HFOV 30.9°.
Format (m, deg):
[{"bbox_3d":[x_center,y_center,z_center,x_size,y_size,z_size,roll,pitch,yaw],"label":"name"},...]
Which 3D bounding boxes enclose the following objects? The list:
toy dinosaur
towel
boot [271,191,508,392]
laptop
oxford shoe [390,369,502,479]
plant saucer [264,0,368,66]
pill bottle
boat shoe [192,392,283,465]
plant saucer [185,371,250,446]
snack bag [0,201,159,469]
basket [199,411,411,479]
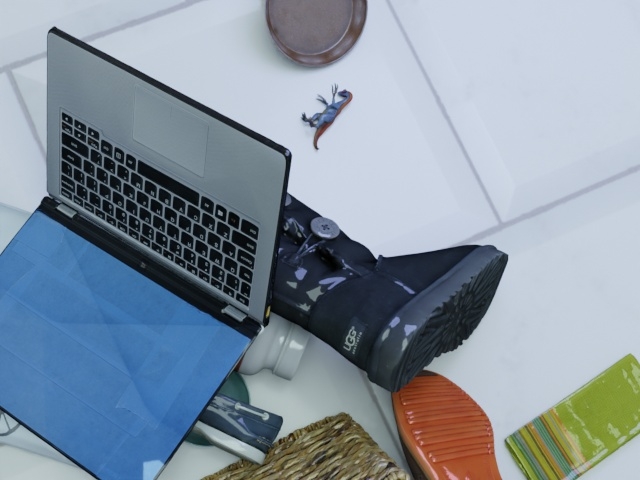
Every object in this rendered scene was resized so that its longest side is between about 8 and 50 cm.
[{"bbox_3d":[0.014,-0.190,1.714,0.082,0.047,0.090,-19,111,-21],"label":"toy dinosaur"},{"bbox_3d":[0.379,0.261,1.635,0.237,0.021,0.102,-31,81,-15],"label":"towel"},{"bbox_3d":[-0.001,0.000,1.583,0.445,0.367,0.146,28,114,22],"label":"boot"},{"bbox_3d":[-0.273,0.024,1.403,0.382,0.408,0.236,29,40,23],"label":"laptop"},{"bbox_3d":[0.166,0.317,1.500,0.130,0.133,0.364,-1,38,-18],"label":"oxford shoe"},{"bbox_3d":[-0.010,-0.343,1.713,0.168,0.029,0.168,-7,106,-25],"label":"plant saucer"},{"bbox_3d":[-0.123,0.108,1.557,0.216,0.121,0.121,21,73,-1],"label":"pill bottle"},{"bbox_3d":[-0.171,0.203,1.512,0.254,0.095,0.079,27,72,6],"label":"boat shoe"},{"bbox_3d":[-0.155,0.221,1.573,0.119,0.021,0.119,2,75,-7],"label":"plant saucer"},{"bbox_3d":[-0.415,0.110,1.562,0.342,0.037,0.323,17,74,-3],"label":"snack bag"},{"bbox_3d":[-0.020,0.400,1.505,0.299,0.223,0.213,-27,112,-14],"label":"basket"}]
